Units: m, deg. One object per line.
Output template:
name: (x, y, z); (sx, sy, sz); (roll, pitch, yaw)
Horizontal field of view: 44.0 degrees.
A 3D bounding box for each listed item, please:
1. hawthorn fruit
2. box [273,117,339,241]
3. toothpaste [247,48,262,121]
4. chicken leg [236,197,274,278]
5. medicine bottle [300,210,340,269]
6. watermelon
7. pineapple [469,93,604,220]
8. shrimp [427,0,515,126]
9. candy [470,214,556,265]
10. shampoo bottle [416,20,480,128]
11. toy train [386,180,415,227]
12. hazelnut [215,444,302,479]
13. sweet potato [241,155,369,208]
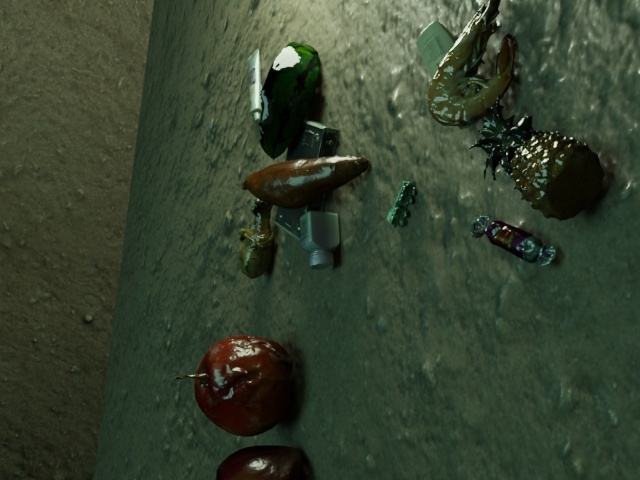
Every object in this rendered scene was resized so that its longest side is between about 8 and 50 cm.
hawthorn fruit: (-0.204, 0.324, 1.823); (0.242, 0.272, 0.241); (-168, 90, -71)
box: (-0.038, -0.143, 1.836); (0.211, 0.045, 0.270); (37, 118, 60)
toothpaste: (-0.178, -0.422, 2.170); (0.060, 0.038, 0.233); (-40, 48, 49)
chicken leg: (-0.161, -0.017, 2.005); (0.103, 0.088, 0.227); (-152, 66, -75)
medicine bottle: (0.000, 0.000, 1.702); (0.055, 0.074, 0.117); (-31, 59, 57)
watermelon: (-0.073, -0.340, 1.857); (0.129, 0.123, 0.301); (103, -177, -81)
pineapple: (0.293, -0.118, 1.130); (0.251, 0.125, 0.125); (-122, 45, -57)
shrimp: (0.253, -0.286, 1.263); (0.133, 0.053, 0.236); (20, 81, 47)
candy: (0.288, 0.001, 1.185); (0.175, 0.043, 0.045); (35, 115, 55)
shampoo bottle: (0.222, -0.285, 1.355); (0.072, 0.049, 0.212); (-45, 46, 33)
toy train: (0.151, -0.069, 1.478); (0.045, 0.029, 0.092); (-113, 40, -69)
hazelnut: (-0.122, 0.539, 1.748); (0.208, 0.208, 0.208); (-19, 68, 60)
sweet potato: (-0.053, -0.122, 1.710); (0.359, 0.112, 0.112); (0, 85, 44)
